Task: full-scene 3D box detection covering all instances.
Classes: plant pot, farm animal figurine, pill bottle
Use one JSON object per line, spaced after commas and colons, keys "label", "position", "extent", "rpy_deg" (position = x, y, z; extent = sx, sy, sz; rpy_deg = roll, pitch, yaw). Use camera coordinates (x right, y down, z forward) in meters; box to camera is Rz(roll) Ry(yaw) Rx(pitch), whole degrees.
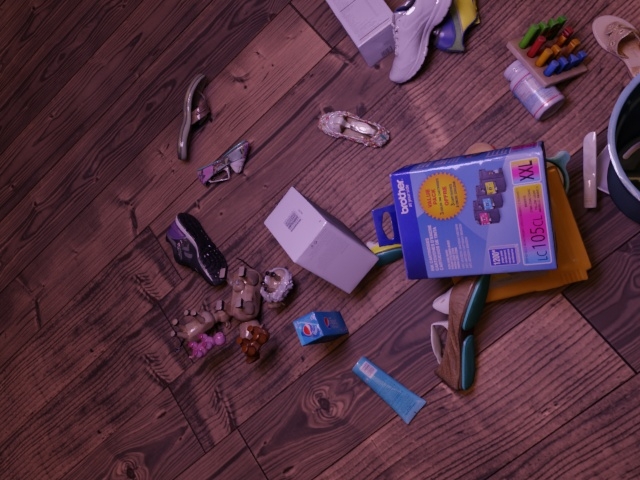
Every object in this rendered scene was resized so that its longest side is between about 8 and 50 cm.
{"label": "plant pot", "position": [0.761, -0.168, 1.064], "extent": [0.342, 0.334, 0.340], "rpy_deg": [-3, 80, 21]}
{"label": "farm animal figurine", "position": [-0.253, 0.222, 1.547], "extent": [0.331, 0.172, 0.326], "rpy_deg": [9, 73, 30]}
{"label": "pill bottle", "position": [0.561, -0.402, 1.358], "extent": [0.087, 0.087, 0.160], "rpy_deg": [-36, 71, 13]}

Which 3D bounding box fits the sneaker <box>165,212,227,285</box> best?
{"label": "sneaker", "position": [-0.408, 0.052, 1.673], "extent": [0.124, 0.107, 0.283], "rpy_deg": [-46, 65, 25]}

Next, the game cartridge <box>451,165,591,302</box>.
{"label": "game cartridge", "position": [0.463, 0.002, 1.273], "extent": [0.324, 0.053, 0.285], "rpy_deg": [-20, 98, 30]}

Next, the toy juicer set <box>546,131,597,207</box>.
{"label": "toy juicer set", "position": [0.557, -0.107, 1.271], "extent": [0.329, 0.089, 0.209], "rpy_deg": [-24, 92, 18]}

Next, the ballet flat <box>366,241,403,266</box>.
{"label": "ballet flat", "position": [0.131, 0.049, 1.468], "extent": [0.231, 0.077, 0.077], "rpy_deg": [-30, 56, 17]}

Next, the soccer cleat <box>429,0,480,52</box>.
{"label": "soccer cleat", "position": [0.409, -0.673, 1.472], "extent": [0.121, 0.093, 0.288], "rpy_deg": [21, 86, -2]}

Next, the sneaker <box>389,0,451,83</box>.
{"label": "sneaker", "position": [0.248, -0.585, 1.435], "extent": [0.111, 0.130, 0.297], "rpy_deg": [-104, 26, -46]}

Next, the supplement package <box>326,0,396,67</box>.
{"label": "supplement package", "position": [0.128, -0.676, 1.543], "extent": [0.139, 0.134, 0.244], "rpy_deg": [-33, 72, 14]}

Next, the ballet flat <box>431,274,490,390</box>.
{"label": "ballet flat", "position": [0.345, 0.215, 1.312], "extent": [0.124, 0.116, 0.341], "rpy_deg": [16, 111, 38]}

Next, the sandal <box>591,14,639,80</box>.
{"label": "sandal", "position": [0.779, -0.496, 1.293], "extent": [0.088, 0.079, 0.239], "rpy_deg": [-29, 73, 15]}

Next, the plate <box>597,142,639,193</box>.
{"label": "plate", "position": [0.840, -0.190, 1.241], "extent": [0.278, 0.045, 0.277], "rpy_deg": [36, 95, 22]}

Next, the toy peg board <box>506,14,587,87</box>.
{"label": "toy peg board", "position": [0.600, -0.495, 1.319], "extent": [0.161, 0.079, 0.160], "rpy_deg": [-24, 70, -22]}

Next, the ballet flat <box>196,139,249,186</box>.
{"label": "ballet flat", "position": [-0.308, -0.244, 1.687], "extent": [0.222, 0.077, 0.079], "rpy_deg": [-27, 91, 20]}

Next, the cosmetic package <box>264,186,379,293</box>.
{"label": "cosmetic package", "position": [0.000, 0.000, 1.401], "extent": [0.138, 0.225, 0.224], "rpy_deg": [-52, 38, 8]}

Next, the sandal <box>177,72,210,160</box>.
{"label": "sandal", "position": [-0.421, -0.414, 1.743], "extent": [0.087, 0.120, 0.302], "rpy_deg": [10, 87, -6]}

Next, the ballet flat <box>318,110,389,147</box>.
{"label": "ballet flat", "position": [0.092, -0.344, 1.538], "extent": [0.241, 0.077, 0.091], "rpy_deg": [18, 90, 23]}

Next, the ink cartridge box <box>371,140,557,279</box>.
{"label": "ink cartridge box", "position": [0.328, -0.059, 1.207], "extent": [0.396, 0.151, 0.269], "rpy_deg": [-7, 101, 27]}

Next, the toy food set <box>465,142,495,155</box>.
{"label": "toy food set", "position": [0.442, -0.231, 1.415], "extent": [0.083, 0.020, 0.082], "rpy_deg": [31, 93, 23]}

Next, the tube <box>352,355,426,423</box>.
{"label": "tube", "position": [0.182, 0.403, 1.407], "extent": [0.207, 0.052, 0.080], "rpy_deg": [38, 101, 17]}

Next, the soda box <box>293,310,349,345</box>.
{"label": "soda box", "position": [0.005, 0.239, 1.409], "extent": [0.067, 0.210, 0.071], "rpy_deg": [-28, 74, 15]}
